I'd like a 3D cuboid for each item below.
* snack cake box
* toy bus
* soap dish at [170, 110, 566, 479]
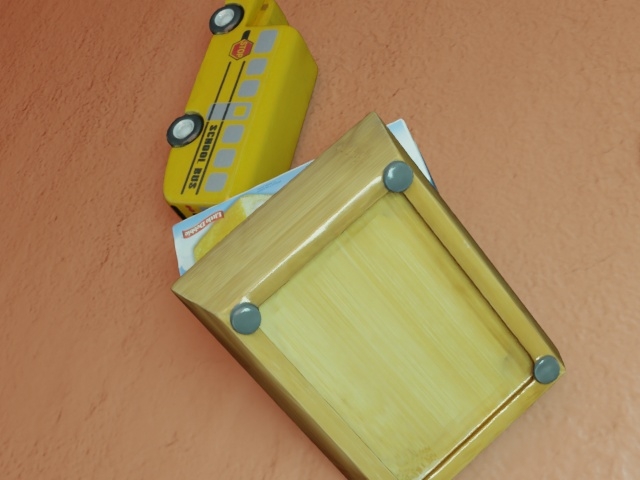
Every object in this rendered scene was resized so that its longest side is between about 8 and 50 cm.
[{"bbox_3d":[0.000,0.000,0.801,0.264,0.152,0.089,-25,53,10],"label":"snack cake box"},{"bbox_3d":[-0.095,-0.163,0.968,0.130,0.108,0.333,2,62,25],"label":"toy bus"},{"bbox_3d":[0.054,0.074,0.654,0.229,0.291,0.118,-41,15,-3],"label":"soap dish"}]
